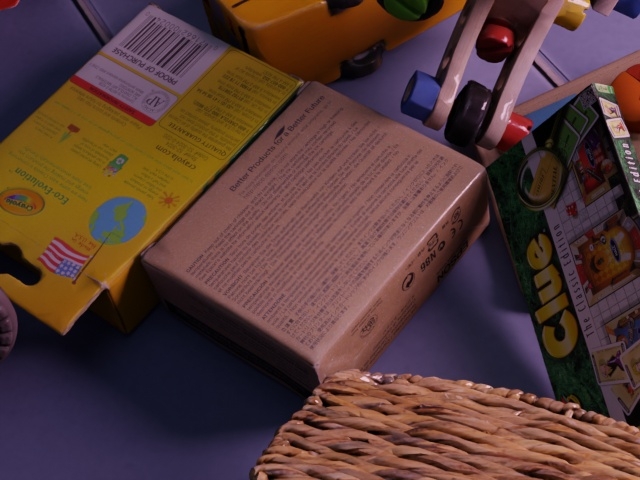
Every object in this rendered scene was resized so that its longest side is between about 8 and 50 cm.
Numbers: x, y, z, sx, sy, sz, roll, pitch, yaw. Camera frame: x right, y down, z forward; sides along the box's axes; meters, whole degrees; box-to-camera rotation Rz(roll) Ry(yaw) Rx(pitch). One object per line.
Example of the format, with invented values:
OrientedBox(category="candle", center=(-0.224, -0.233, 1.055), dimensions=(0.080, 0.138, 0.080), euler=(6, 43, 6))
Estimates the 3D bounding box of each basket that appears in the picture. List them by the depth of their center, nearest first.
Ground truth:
OrientedBox(category="basket", center=(0.108, 0.242, 0.974), dimensions=(0.299, 0.223, 0.213), euler=(12, 25, 18))

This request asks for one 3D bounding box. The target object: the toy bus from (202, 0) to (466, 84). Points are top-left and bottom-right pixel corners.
OrientedBox(category="toy bus", center=(0.061, -0.262, 1.330), dimensions=(0.332, 0.108, 0.130), euler=(-31, 53, -12))

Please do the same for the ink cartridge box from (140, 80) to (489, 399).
OrientedBox(category="ink cartridge box", center=(0.000, 0.000, 1.166), dimensions=(0.193, 0.088, 0.235), euler=(30, 65, 28))

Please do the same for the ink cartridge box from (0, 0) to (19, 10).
OrientedBox(category="ink cartridge box", center=(-0.477, -0.337, 1.446), dimensions=(0.385, 0.091, 0.308), euler=(-9, 51, 16))

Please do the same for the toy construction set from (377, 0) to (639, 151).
OrientedBox(category="toy construction set", center=(0.216, -0.223, 1.154), dimensions=(0.308, 0.257, 0.237), euler=(10, 51, 12))

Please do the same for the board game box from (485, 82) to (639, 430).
OrientedBox(category="board game box", center=(0.211, 0.023, 1.065), dimensions=(0.030, 0.136, 0.260), euler=(4, 59, -34))

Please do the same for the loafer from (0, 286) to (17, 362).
OrientedBox(category="loafer", center=(-0.418, 0.114, 1.129), dimensions=(0.366, 0.134, 0.130), euler=(-27, 44, 0))

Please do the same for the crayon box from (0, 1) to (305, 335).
OrientedBox(category="crayon box", center=(-0.181, -0.056, 1.240), dimensions=(0.202, 0.081, 0.318), euler=(31, 64, 27))

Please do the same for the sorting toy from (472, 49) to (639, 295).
OrientedBox(category="sorting toy", center=(0.263, -0.031, 1.145), dimensions=(0.229, 0.041, 0.307), euler=(-21, 53, 11))
